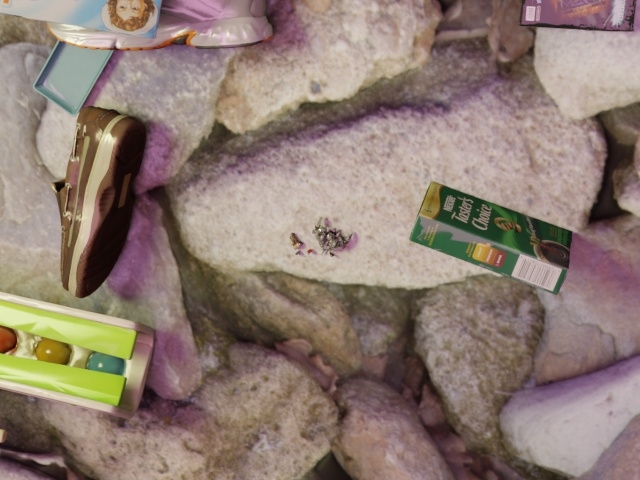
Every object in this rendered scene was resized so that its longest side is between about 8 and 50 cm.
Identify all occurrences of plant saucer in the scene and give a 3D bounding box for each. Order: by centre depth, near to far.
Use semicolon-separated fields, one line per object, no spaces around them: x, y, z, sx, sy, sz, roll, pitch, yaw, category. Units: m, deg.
-0.286;-0.246;1.380;0.067;0.018;0.192;35;117;-4;plant saucer

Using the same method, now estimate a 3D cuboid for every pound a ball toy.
-0.406;0.183;1.511;0.319;0.136;0.208;11;79;9;pound a ball toy

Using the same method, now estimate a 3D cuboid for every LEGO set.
0.000;0.002;1.414;0.083;0.023;0.054;-28;104;23;LEGO set

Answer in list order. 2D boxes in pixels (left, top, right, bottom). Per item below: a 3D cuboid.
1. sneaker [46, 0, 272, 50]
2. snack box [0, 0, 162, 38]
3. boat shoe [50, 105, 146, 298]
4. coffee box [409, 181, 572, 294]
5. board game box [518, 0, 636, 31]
-0.188;-0.283;1.301;0.262;0.099;0.121;-2;101;-1;sneaker
-0.316;-0.330;1.156;0.322;0.060;0.187;6;113;-18;snack box
-0.298;-0.053;1.435;0.095;0.095;0.257;27;111;17;boat shoe
0.202;-0.005;1.313;0.184;0.113;0.040;21;117;6;coffee box
0.285;-0.321;1.203;0.126;0.026;0.186;6;114;11;board game box
